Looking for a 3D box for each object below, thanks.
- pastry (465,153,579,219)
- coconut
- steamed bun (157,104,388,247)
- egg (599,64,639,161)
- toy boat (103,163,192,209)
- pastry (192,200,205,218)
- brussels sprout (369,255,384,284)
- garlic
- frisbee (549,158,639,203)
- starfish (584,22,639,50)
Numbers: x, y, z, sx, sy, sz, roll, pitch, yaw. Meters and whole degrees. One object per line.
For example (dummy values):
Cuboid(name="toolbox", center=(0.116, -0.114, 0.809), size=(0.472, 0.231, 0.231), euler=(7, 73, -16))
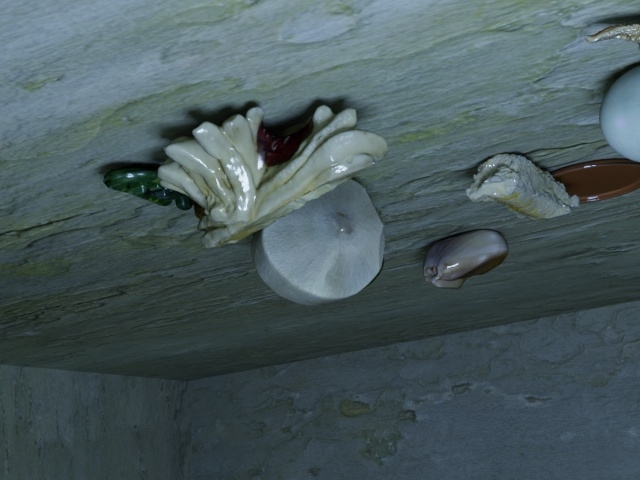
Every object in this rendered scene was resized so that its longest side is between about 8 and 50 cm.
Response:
Cuboid(name="pastry", center=(0.371, -0.096, 1.848), size=(0.121, 0.089, 0.258), euler=(-27, 149, 34))
Cuboid(name="coconut", center=(0.000, 0.000, 1.816), size=(0.238, 0.237, 0.266), euler=(-1, 163, -16))
Cuboid(name="steamed bun", center=(-0.117, -0.110, 1.538), size=(0.247, 0.189, 0.428), euler=(-31, -178, -34))
Cuboid(name="egg", center=(0.515, -0.193, 1.437), size=(0.209, 0.151, 0.151), euler=(-16, 162, 23))
Cuboid(name="toy boat", center=(-0.290, -0.095, 1.698), size=(0.104, 0.052, 0.210), euler=(-11, 165, 27))
Cuboid(name="pastry", center=(-0.189, -0.071, 1.815), size=(0.097, 0.057, 0.109), euler=(-17, 162, 33))
Cuboid(name="brussels sprout", center=(0.052, 0.044, 2.170), size=(0.162, 0.143, 0.181), euler=(0, 166, -32))
Cuboid(name="garlic", center=(0.335, 0.039, 2.344), size=(0.217, 0.110, 0.228), euler=(-29, 166, 31))
Cuboid(name="frisbee", center=(0.546, -0.118, 1.986), size=(0.251, 0.021, 0.251), euler=(-5, 166, -1))
Cuboid(name="starfish", center=(0.506, -0.289, 1.276), size=(0.295, 0.048, 0.231), euler=(0, 164, -23))
